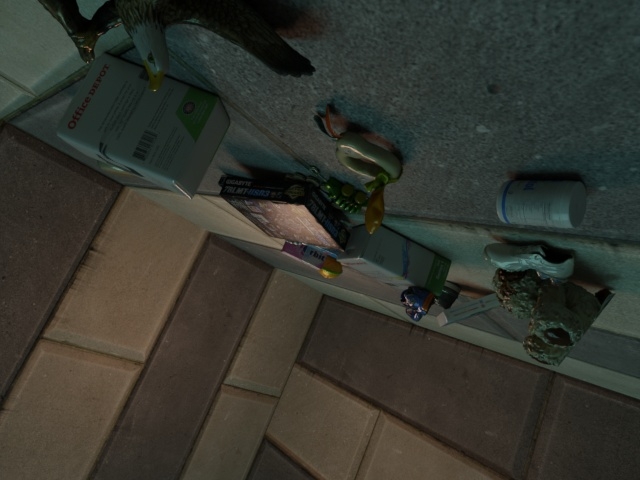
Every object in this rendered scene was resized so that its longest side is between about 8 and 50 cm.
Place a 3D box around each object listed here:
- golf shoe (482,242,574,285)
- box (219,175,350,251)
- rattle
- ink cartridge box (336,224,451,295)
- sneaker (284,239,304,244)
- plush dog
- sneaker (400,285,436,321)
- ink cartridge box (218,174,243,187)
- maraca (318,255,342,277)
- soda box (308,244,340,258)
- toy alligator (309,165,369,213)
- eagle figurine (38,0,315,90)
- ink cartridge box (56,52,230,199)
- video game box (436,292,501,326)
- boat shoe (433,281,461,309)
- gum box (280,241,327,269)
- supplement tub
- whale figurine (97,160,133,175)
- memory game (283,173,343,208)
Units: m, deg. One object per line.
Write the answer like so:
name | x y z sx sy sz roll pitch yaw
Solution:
golf shoe | 0.436 0.028 0.881 0.176 0.069 0.086 15 146 24
box | -0.096 -0.076 1.234 0.293 0.074 0.295 9 160 30
rattle | 0.047 -0.123 0.752 0.199 0.143 0.130 27 -172 -45
ink cartridge box | 0.216 0.062 1.280 0.278 0.117 0.201 26 168 -15
sneaker | -0.026 -0.022 1.445 0.291 0.110 0.118 16 175 36
plush dog | 0.505 0.132 0.969 0.225 0.211 0.262 38 170 32
sneaker | 0.277 0.176 1.235 0.087 0.083 0.221 32 164 13
ink cartridge box | -0.202 -0.134 1.389 0.206 0.045 0.208 14 163 31
maraca | 0.041 0.114 1.938 0.127 0.099 0.186 22 -166 -8
soda box | 0.000 0.000 1.559 0.209 0.067 0.071 25 169 -4
toy alligator | 0.045 -0.111 1.008 0.189 0.052 0.056 27 168 -16
eagle figurine | -0.163 -0.275 0.463 0.297 0.225 0.226 -7 -152 7
ink cartridge box | -0.360 -0.236 0.877 0.272 0.199 0.115 23 170 7
video game box | 0.504 0.242 1.444 0.186 0.048 0.205 -17 162 3
boat shoe | 0.396 0.203 1.606 0.116 0.099 0.319 29 167 -21
gum box | -0.056 0.039 1.746 0.188 0.107 0.062 26 168 -13
supplement tub | 0.332 -0.056 0.637 0.071 0.071 0.107 33 164 -39
whale figurine | -0.584 -0.279 1.388 0.271 0.141 0.216 2 -177 -34
memory game | -0.013 -0.131 1.132 0.186 0.012 0.186 23 168 5
